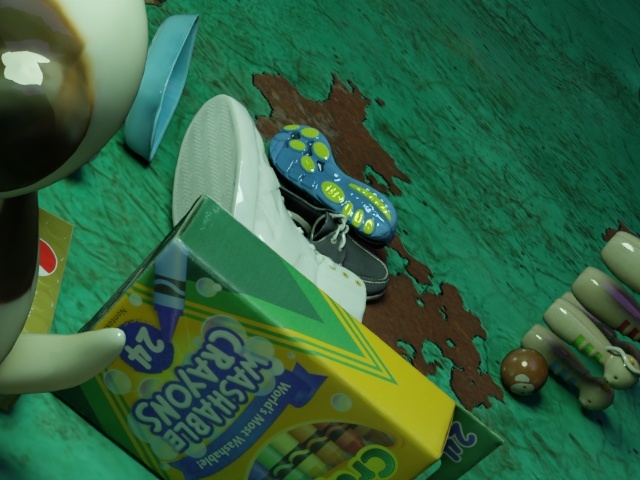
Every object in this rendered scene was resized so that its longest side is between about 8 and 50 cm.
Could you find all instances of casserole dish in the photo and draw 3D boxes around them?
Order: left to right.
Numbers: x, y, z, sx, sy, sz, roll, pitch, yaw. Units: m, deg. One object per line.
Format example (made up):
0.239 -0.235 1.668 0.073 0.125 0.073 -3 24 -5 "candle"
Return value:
-0.164 -0.162 1.519 0.037 0.114 0.188 17 37 -1 "casserole dish"

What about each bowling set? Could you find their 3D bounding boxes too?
0.311 0.135 1.687 0.154 0.287 0.200 42 74 9 "bowling set"

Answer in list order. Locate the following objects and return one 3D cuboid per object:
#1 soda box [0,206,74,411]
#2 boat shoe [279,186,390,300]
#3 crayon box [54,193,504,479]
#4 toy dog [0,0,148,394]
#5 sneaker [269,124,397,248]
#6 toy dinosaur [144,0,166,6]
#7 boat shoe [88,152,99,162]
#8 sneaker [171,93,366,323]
-0.253 0.049 1.218 0.061 0.058 0.181 29 36 -21 "soda box"
0.000 0.000 1.552 0.206 0.065 0.075 27 36 -26 "boat shoe"
-0.038 0.141 1.219 0.323 0.203 0.083 39 33 -8 "crayon box"
-0.266 -0.053 0.927 0.395 0.408 0.285 36 42 -9 "toy dog"
0.010 -0.055 1.637 0.067 0.078 0.188 -40 67 -16 "sneaker"
-0.273 -0.246 1.485 0.200 0.127 0.295 23 17 10 "toy dinosaur"
-0.324 -0.150 1.328 0.301 0.108 0.102 28 31 -37 "boat shoe"
-0.046 0.008 1.451 0.169 0.108 0.293 16 57 -41 "sneaker"
